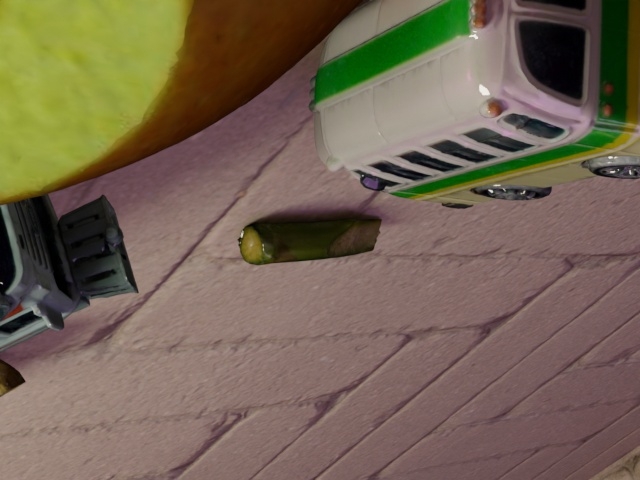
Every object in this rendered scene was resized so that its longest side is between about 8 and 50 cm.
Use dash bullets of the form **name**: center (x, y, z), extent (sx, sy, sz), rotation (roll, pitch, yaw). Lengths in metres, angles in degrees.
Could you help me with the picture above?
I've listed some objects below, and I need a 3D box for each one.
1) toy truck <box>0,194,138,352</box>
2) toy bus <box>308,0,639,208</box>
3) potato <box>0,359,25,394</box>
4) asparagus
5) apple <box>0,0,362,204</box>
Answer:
- **toy truck**: center (-0.296, 0.046, 0.911), extent (0.338, 0.133, 0.184), rotation (-25, 161, 10)
- **toy bus**: center (0.112, -0.110, 0.900), extent (0.179, 0.143, 0.305), rotation (5, 173, -23)
- **potato**: center (-0.324, 0.129, 1.163), extent (0.103, 0.066, 0.096), rotation (-30, -179, -14)
- **asparagus**: center (0.000, 0.000, 1.249), extent (0.178, 0.041, 0.045), rotation (-4, 156, -41)
- **apple**: center (-0.126, -0.197, 0.352), extent (0.384, 0.374, 0.374), rotation (-25, 157, -16)
